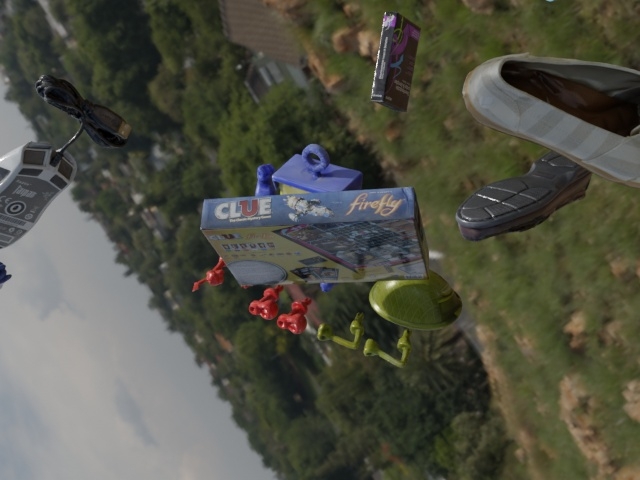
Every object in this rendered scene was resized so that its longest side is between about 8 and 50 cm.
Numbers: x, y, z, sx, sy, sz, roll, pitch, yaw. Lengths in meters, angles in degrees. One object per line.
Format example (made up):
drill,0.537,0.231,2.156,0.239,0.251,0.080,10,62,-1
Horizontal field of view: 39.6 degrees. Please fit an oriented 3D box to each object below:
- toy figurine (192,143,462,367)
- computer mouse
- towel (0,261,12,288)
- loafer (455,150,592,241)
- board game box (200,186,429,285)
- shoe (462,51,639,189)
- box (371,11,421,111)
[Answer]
toy figurine,0.005,-0.014,1.171,0.363,0.191,0.217,19,125,29
computer mouse,-0.264,-0.065,0.805,0.106,0.193,0.042,24,-151,-55
towel,-0.463,0.182,1.012,0.040,0.243,0.336,34,134,-3
loafer,0.341,-0.057,1.429,0.109,0.303,0.095,25,134,45
board game box,0.000,0.000,1.054,0.165,0.243,0.042,66,-156,-61
shoe,0.218,-0.091,0.670,0.219,0.076,0.058,15,162,-6
box,0.139,-0.323,1.622,0.029,0.162,0.116,12,-176,27
